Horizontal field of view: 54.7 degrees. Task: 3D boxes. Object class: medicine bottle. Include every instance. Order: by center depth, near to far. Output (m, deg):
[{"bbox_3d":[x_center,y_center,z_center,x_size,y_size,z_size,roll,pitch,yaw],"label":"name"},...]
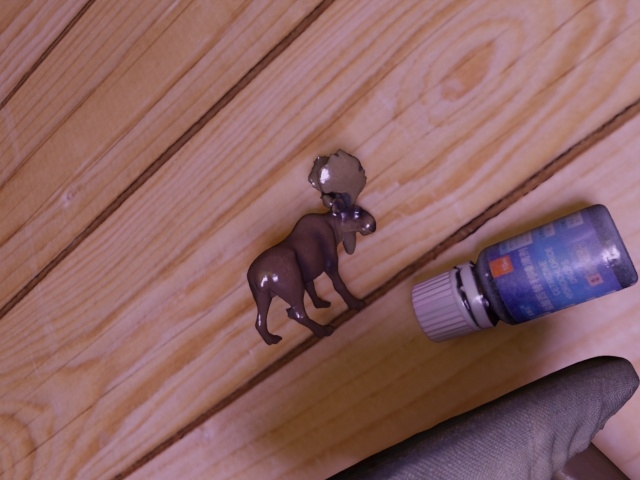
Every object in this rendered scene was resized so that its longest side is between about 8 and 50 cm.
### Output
[{"bbox_3d":[0.191,0.039,0.604,0.203,0.083,0.083,-25,70,27],"label":"medicine bottle"}]

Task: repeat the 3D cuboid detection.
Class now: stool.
[{"bbox_3d":[0.101,0.257,0.450,0.226,0.310,0.310,64,145,22],"label":"stool"}]

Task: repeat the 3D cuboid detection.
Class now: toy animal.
[{"bbox_3d":[0.000,0.000,0.691,0.094,0.214,0.186,-3,111,39],"label":"toy animal"}]
